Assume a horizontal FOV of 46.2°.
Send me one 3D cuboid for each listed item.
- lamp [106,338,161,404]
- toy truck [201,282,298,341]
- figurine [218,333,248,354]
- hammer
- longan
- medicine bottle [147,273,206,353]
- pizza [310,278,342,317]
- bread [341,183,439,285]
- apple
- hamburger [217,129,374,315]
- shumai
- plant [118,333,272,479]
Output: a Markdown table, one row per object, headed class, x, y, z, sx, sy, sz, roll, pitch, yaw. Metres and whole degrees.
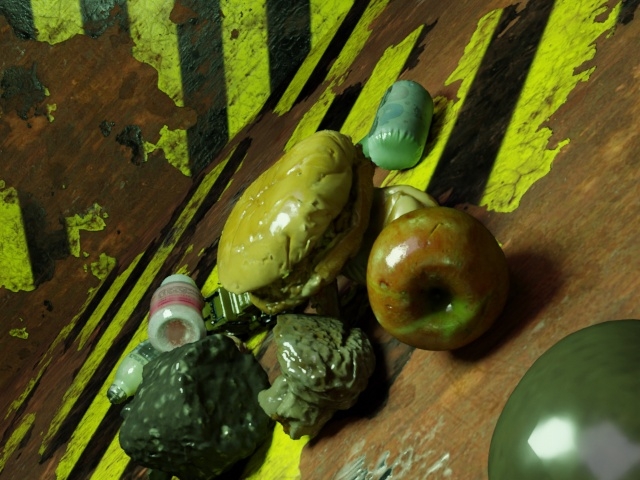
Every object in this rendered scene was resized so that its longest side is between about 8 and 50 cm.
| class | x | y | z | sx | sy | sz | roll | pitch | yaw |
| --- | --- | --- | --- | --- | --- | --- | --- | --- | --- |
| lamp | -0.442 | 0.311 | 1.894 | 0.101 | 0.101 | 0.250 | -22 | 22 | 51 |
| toy truck | -0.159 | 0.124 | 1.539 | 0.257 | 0.127 | 0.127 | -34 | 65 | 46 |
| figurine | -0.195 | 0.236 | 1.495 | 0.126 | 0.114 | 0.157 | -23 | 28 | 21 |
| hammer | 0.108 | -0.194 | 1.637 | 0.335 | 0.119 | 0.206 | -37 | 23 | 47 |
| longan | 0.244 | 0.174 | 0.579 | 0.246 | 0.215 | 0.246 | -20 | 50 | 25 |
| medicine bottle | -0.356 | 0.178 | 1.875 | 0.147 | 0.147 | 0.247 | -46 | 21 | 9 |
| pizza | 0.008 | 0.111 | 1.308 | 0.052 | 0.185 | 0.195 | -10 | 50 | -5 |
| bread | 0.111 | -0.002 | 1.240 | 0.311 | 0.121 | 0.173 | -164 | 93 | -75 |
| apple | 0.155 | 0.048 | 1.008 | 0.196 | 0.196 | 0.196 | -41 | 23 | 21 |
| hamburger | -0.045 | -0.031 | 1.213 | 0.318 | 0.158 | 0.319 | -44 | 22 | 23 |
| shumai | -0.012 | 0.213 | 1.159 | 0.206 | 0.166 | 0.176 | -75 | 3 | -69 |
| plant | -0.244 | 0.312 | 1.324 | 0.312 | 0.213 | 0.215 | -28 | 32 | 40 |
